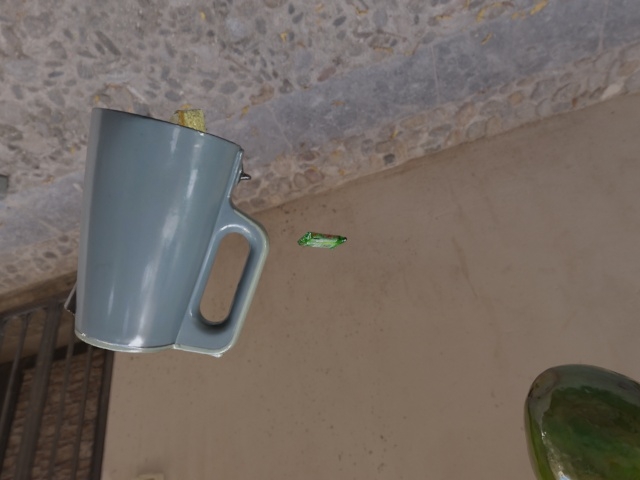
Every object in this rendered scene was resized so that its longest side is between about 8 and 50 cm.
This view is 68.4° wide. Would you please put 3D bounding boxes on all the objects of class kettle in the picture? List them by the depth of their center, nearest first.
[{"bbox_3d":[-0.164,-0.001,0.531,0.210,0.243,0.160,11,-176,-11],"label":"kettle"}]

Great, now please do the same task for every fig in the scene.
[{"bbox_3d":[0.331,0.240,0.567,0.181,0.191,0.181,-40,178,-2],"label":"fig"}]

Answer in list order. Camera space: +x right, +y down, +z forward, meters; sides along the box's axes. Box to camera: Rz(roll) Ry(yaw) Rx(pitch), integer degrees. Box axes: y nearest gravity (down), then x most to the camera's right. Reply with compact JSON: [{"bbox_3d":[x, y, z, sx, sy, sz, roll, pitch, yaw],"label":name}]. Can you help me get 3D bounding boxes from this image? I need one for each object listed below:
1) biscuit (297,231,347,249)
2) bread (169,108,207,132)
[{"bbox_3d":[0.000,0.000,0.850,0.089,0.016,0.046,5,153,-38],"label":"biscuit"},{"bbox_3d":[-0.353,-0.274,1.256,0.127,0.147,0.152,28,118,7],"label":"bread"}]
